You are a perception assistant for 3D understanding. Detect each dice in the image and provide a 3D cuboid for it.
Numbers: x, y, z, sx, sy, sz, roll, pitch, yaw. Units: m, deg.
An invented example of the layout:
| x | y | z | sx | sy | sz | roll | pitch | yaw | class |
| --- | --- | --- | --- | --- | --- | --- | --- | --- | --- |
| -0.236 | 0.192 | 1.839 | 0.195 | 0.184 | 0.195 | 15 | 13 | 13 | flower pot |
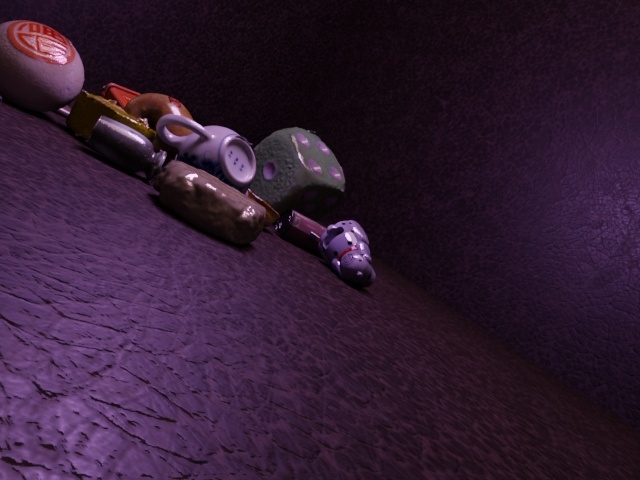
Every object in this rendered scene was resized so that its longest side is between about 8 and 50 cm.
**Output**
| x | y | z | sx | sy | sz | roll | pitch | yaw | class |
| --- | --- | --- | --- | --- | --- | --- | --- | --- | --- |
| -0.107 | -0.263 | 2.397 | 0.330 | 0.318 | 0.323 | 9 | 51 | -52 | dice |

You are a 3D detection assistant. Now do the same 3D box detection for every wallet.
| x | y | z | sx | sy | sz | roll | pitch | yaw | class |
| --- | --- | --- | --- | --- | --- | --- | --- | --- | --- |
| -0.910 | -0.464 | 1.887 | 0.152 | 0.039 | 0.118 | 25 | 9 | -38 | wallet |

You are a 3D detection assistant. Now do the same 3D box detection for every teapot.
| x | y | z | sx | sy | sz | roll | pitch | yaw | class |
| --- | --- | --- | --- | --- | --- | --- | --- | --- | --- |
| -0.356 | -0.229 | 1.773 | 0.279 | 0.252 | 0.424 | -7 | -42 | 34 | teapot |

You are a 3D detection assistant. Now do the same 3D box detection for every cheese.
| x | y | z | sx | sy | sz | roll | pitch | yaw | class |
| --- | --- | --- | --- | --- | --- | --- | --- | --- | --- |
| -0.294 | -0.104 | 1.490 | 0.318 | 0.115 | 0.326 | 26 | 5 | -42 | cheese |

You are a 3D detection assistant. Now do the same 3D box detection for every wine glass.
| x | y | z | sx | sy | sz | roll | pitch | yaw | class |
| --- | --- | --- | --- | --- | --- | --- | --- | --- | --- |
| -0.535 | -0.254 | 1.555 | 0.204 | 0.111 | 0.111 | 31 | 4 | -23 | wine glass |

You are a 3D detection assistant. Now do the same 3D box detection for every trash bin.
| x | y | z | sx | sy | sz | roll | pitch | yaw | class |
| --- | --- | --- | --- | --- | --- | --- | --- | --- | --- |
| -0.711 | -0.427 | 2.031 | 0.161 | 0.184 | 0.239 | 11 | 33 | -54 | trash bin |

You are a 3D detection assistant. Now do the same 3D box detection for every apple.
| x | y | z | sx | sy | sz | roll | pitch | yaw | class |
| --- | --- | --- | --- | --- | --- | --- | --- | --- | --- |
| -0.536 | -0.360 | 1.864 | 0.260 | 0.261 | 0.194 | 31 | -5 | 8 | apple |

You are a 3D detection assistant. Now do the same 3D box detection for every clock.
| x | y | z | sx | sy | sz | roll | pitch | yaw | class |
| --- | --- | --- | --- | --- | --- | --- | --- | --- | --- |
| 0.111 | 0.064 | 1.959 | 0.188 | 0.189 | 0.254 | 27 | 19 | -31 | clock |

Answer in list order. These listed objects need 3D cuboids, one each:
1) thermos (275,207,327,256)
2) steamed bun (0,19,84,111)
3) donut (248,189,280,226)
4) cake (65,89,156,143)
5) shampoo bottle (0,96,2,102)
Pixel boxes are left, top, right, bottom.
| x | y | z | sx | sy | sz | roll | pitch | yaw | class |
| --- | --- | --- | --- | --- | --- | --- | --- | --- | --- |
| 0.000 | -0.007 | 2.127 | 0.330 | 0.110 | 0.136 | 28 | -30 | -29 | thermos |
| -0.817 | -0.518 | 1.609 | 0.282 | 0.177 | 0.283 | 27 | 38 | -23 | steamed bun |
| -0.239 | -0.115 | 1.990 | 0.190 | 0.075 | 0.174 | 38 | -12 | -4 | donut |
| -0.635 | -0.343 | 1.682 | 0.260 | 0.156 | 0.179 | 30 | -1 | 13 | cake |
| -0.843 | -0.369 | 1.319 | 0.165 | 0.040 | 0.080 | 29 | 6 | -12 | shampoo bottle |
